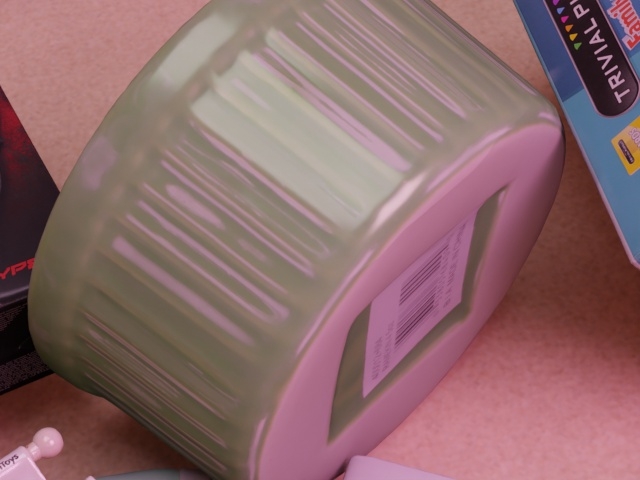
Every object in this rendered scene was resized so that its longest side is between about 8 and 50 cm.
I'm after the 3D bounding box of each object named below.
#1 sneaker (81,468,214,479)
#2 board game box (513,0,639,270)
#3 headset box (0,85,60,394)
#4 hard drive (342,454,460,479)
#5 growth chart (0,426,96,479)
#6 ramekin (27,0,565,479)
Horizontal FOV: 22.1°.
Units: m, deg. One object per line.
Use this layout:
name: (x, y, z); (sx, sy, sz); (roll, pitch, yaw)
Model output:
sneaker: (-0.127, 0.232, 0.847); (0.151, 0.094, 0.256); (-2, 43, -3)
board game box: (0.219, -0.082, 0.987); (0.079, 0.254, 0.336); (-35, 48, 21)
headset box: (-0.288, -0.032, 0.956); (0.218, 0.110, 0.293); (-21, 64, -22)
hard drive: (0.069, 0.270, 0.835); (0.203, 0.040, 0.307); (14, 54, 10)
growth chart: (-0.108, 0.196, 0.785); (0.237, 0.021, 0.172); (40, 61, 20)
ramekin: (0.000, 0.000, 0.906); (0.148, 0.303, 0.303); (38, 62, 20)
